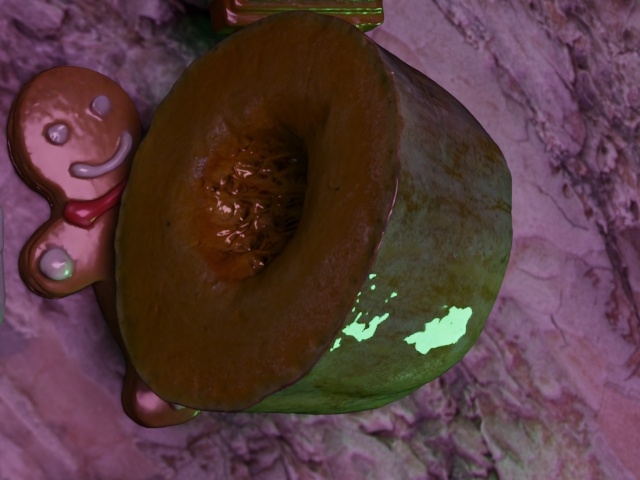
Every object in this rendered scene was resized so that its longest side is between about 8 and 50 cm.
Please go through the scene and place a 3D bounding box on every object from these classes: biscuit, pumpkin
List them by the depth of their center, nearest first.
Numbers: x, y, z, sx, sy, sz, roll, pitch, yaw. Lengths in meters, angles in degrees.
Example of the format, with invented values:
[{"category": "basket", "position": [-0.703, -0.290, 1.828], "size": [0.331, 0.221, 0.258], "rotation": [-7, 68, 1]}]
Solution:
[{"category": "pumpkin", "position": [0.000, 0.000, 1.289], "size": [0.199, 0.332, 0.332], "rotation": [26, 71, -43]}, {"category": "biscuit", "position": [-0.160, -0.002, 1.386], "size": [0.216, 0.047, 0.339], "rotation": [-31, 99, -29]}]

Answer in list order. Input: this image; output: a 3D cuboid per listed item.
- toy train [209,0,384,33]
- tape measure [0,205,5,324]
[{"category": "toy train", "position": [-0.022, -0.361, 1.391], "size": [0.178, 0.249, 0.429], "rotation": [-5, 86, -29]}, {"category": "tape measure", "position": [-0.369, -0.046, 1.232], "size": [0.098, 0.215, 0.351], "rotation": [-24, 51, -29]}]
